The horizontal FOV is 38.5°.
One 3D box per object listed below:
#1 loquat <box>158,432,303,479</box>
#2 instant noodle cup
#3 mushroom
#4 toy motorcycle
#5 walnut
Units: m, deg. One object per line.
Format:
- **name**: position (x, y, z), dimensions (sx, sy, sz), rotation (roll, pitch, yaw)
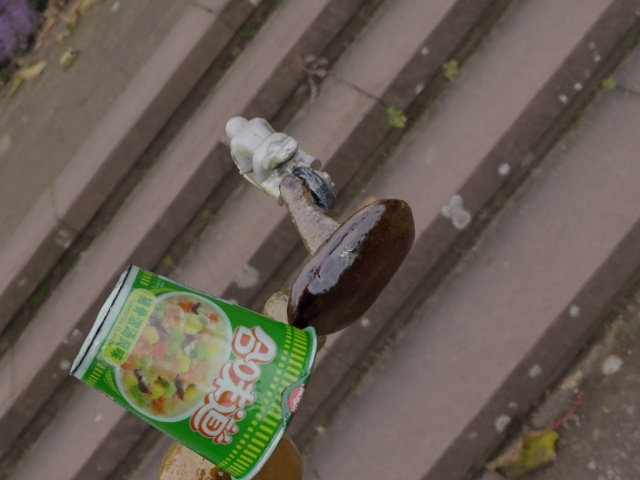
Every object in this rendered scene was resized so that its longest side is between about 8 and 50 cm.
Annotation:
- **loquat**: position (-0.117, 0.322, 1.229), dimensions (0.187, 0.176, 0.234), rotation (-13, 19, 7)
- **instant noodle cup**: position (-0.149, 0.138, 1.058), dimensions (0.207, 0.232, 0.207), rotation (-56, 12, 19)
- **mushroom**: position (0.000, 0.000, 1.250), dimensions (0.227, 0.148, 0.217), rotation (-49, 57, 3)
- **toy motorcycle**: position (-0.080, -0.137, 1.653), dimensions (0.108, 0.223, 0.340), rotation (-45, 17, -9)
- **walnut**: position (-0.042, 0.130, 1.441), dimensions (0.105, 0.105, 0.124), rotation (-52, 44, 2)
